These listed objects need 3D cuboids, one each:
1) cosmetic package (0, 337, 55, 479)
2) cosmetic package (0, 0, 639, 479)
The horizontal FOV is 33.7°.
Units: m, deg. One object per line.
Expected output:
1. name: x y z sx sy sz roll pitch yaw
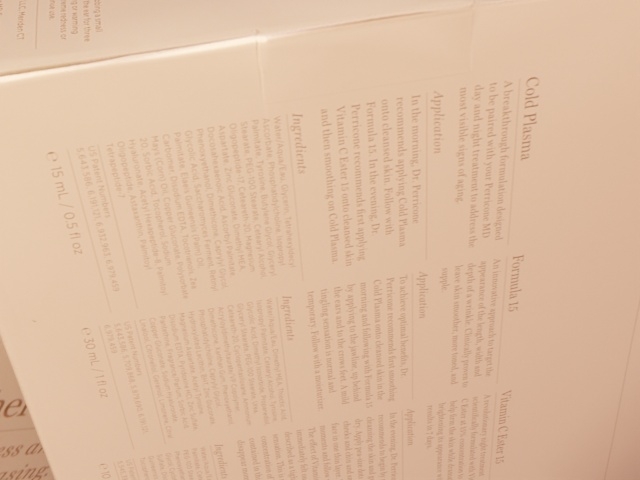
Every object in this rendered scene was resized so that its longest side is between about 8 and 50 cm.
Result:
1. cosmetic package: -0.291 -0.025 0.580 0.327 0.329 0.393 38 104 29
2. cosmetic package: 0.019 0.043 0.482 0.284 0.377 0.097 -8 42 -4
